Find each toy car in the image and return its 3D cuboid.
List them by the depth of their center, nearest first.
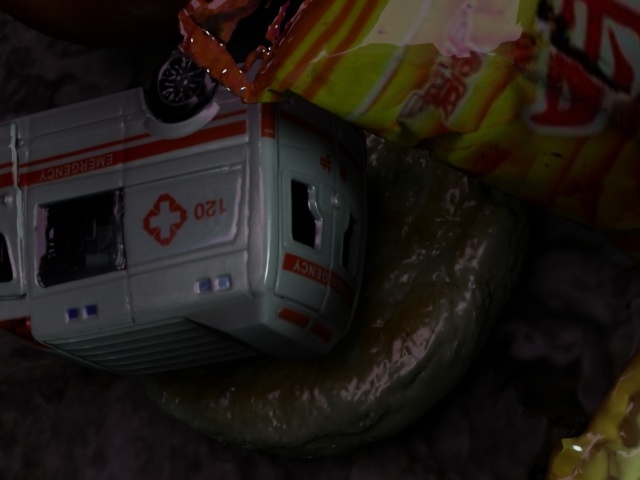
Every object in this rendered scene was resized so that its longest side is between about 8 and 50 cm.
[{"bbox_3d":[-0.084,0.000,0.618,0.209,0.089,0.108,-10,70,27],"label":"toy car"}]

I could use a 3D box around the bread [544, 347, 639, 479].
[{"bbox_3d":[0.246,0.048,0.395,0.340,0.179,0.194,-35,58,18],"label":"bread"}]

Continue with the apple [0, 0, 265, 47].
[{"bbox_3d":[-0.075,-0.185,0.709,0.209,0.164,0.209,-22,47,26],"label":"apple"}]

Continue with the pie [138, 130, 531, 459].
[{"bbox_3d":[0.000,0.000,0.648,0.187,0.041,0.187,-13,60,25],"label":"pie"}]

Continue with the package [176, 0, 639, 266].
[{"bbox_3d":[0.126,-0.077,0.526,0.288,0.108,0.223,34,90,-6],"label":"package"}]
